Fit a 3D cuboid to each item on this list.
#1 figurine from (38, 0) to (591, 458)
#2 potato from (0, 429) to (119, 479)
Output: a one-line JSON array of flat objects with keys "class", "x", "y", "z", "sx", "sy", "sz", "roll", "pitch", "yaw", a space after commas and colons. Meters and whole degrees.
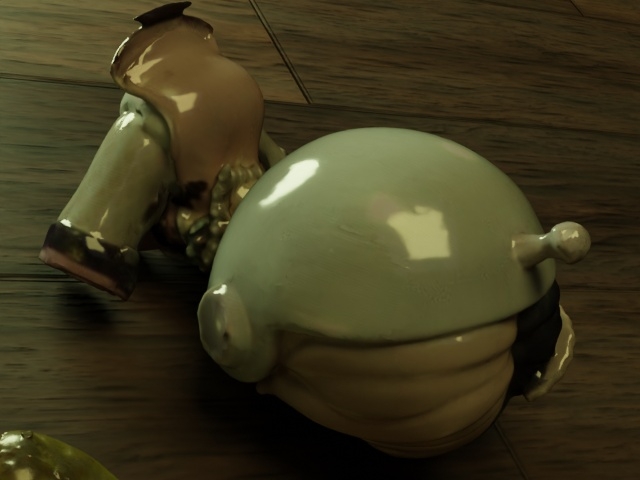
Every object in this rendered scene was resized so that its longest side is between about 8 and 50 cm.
[{"class": "figurine", "x": -0.006, "y": 0.005, "z": 0.966, "sx": 0.361, "sy": 0.211, "sz": 0.253, "roll": 32, "pitch": 49, "yaw": 22}, {"class": "potato", "x": -0.145, "y": 0.167, "z": 0.789, "sx": 0.138, "sy": 0.070, "sz": 0.091, "roll": 40, "pitch": 35, "yaw": 17}]
